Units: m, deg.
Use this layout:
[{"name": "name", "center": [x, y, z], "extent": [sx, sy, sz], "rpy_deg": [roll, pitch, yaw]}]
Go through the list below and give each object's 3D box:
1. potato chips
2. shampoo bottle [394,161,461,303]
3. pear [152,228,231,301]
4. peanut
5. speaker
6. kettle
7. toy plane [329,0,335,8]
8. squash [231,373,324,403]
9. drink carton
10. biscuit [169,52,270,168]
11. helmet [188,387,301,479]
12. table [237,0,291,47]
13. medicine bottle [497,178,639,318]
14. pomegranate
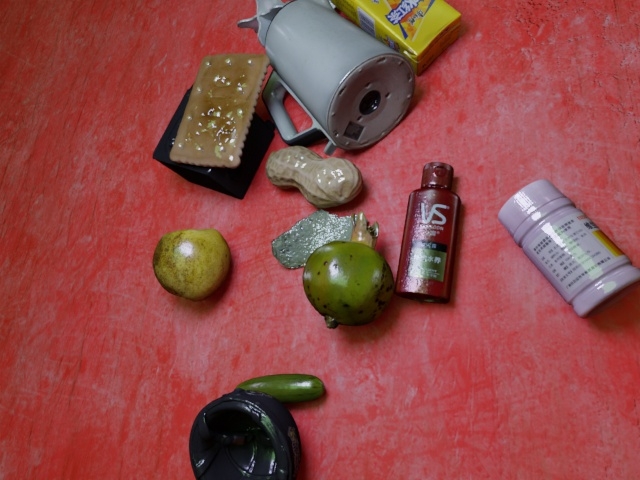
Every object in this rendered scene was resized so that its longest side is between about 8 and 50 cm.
[{"name": "potato chips", "center": [-0.003, -0.001, 1.156], "extent": [0.229, 0.059, 0.166], "rpy_deg": [4, 78, 17]}, {"name": "shampoo bottle", "center": [0.242, -0.020, 1.042], "extent": [0.118, 0.076, 0.314], "rpy_deg": [7, 72, 17]}, {"name": "pear", "center": [-0.326, 0.062, 1.206], "extent": [0.198, 0.197, 0.197], "rpy_deg": [-9, 66, 21]}, {"name": "peanut", "center": [-0.026, -0.163, 1.202], "extent": [0.299, 0.120, 0.136], "rpy_deg": [24, 101, 34]}, {"name": "speaker", "center": [-0.292, -0.282, 1.332], "extent": [0.232, 0.184, 0.253], "rpy_deg": [20, 80, 29]}, {"name": "kettle", "center": [0.006, -0.404, 1.244], "extent": [0.376, 0.250, 0.361], "rpy_deg": [53, 125, 33]}, {"name": "toy plane", "center": [0.028, -0.744, 1.412], "extent": [0.255, 0.101, 0.250], "rpy_deg": [33, 108, 20]}, {"name": "squash", "center": [-0.109, 0.336, 1.065], "extent": [0.252, 0.066, 0.066], "rpy_deg": [-12, 65, 20]}, {"name": "drink carton", "center": [0.186, -0.612, 1.241], "extent": [0.154, 0.111, 0.351], "rpy_deg": [-44, 74, 2]}, {"name": "biscuit", "center": [-0.261, -0.340, 1.216], "extent": [0.217, 0.044, 0.324], "rpy_deg": [10, 76, 22]}, {"name": "helmet", "center": [-0.135, 0.436, 0.981], "extent": [0.231, 0.160, 0.278], "rpy_deg": [-10, 93, 22]}, {"name": "table", "center": [-0.122, -0.620, 1.351], "extent": [0.167, 0.198, 0.166], "rpy_deg": [6, 101, 32]}, {"name": "medicine bottle", "center": [0.465, 0.012, 0.899], "extent": [0.133, 0.133, 0.249], "rpy_deg": [-36, 58, 8]}, {"name": "pomegranate", "center": [0.057, 0.061, 1.015], "extent": [0.199, 0.198, 0.245], "rpy_deg": [-1, 95, 24]}]
